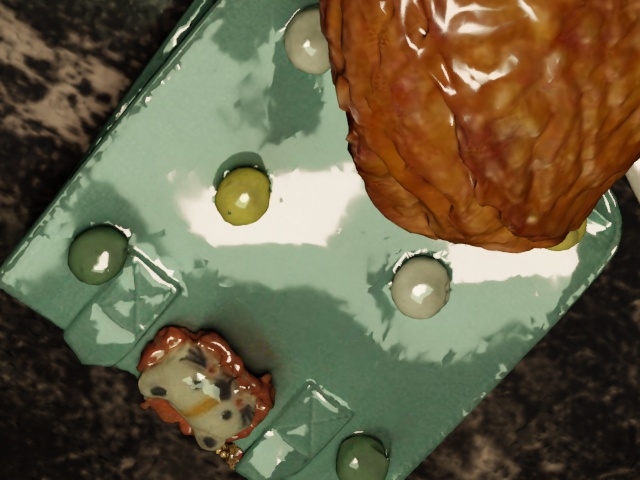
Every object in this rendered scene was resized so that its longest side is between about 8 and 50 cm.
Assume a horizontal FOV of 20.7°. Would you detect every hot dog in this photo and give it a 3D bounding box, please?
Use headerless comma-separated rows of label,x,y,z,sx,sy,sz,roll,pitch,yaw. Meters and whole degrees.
hot dog,0.135,-0.172,0.727,0.174,0.267,0.387,41,104,12

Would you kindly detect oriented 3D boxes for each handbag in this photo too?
handbag,0.002,0.000,0.966,0.268,0.100,0.274,37,102,-16

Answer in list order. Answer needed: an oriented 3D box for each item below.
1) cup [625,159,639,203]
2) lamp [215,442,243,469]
cup,0.253,-0.118,0.908,0.234,0.186,0.258,-29,84,3
lamp,-0.014,0.126,1.075,0.083,0.031,0.063,-35,111,10
